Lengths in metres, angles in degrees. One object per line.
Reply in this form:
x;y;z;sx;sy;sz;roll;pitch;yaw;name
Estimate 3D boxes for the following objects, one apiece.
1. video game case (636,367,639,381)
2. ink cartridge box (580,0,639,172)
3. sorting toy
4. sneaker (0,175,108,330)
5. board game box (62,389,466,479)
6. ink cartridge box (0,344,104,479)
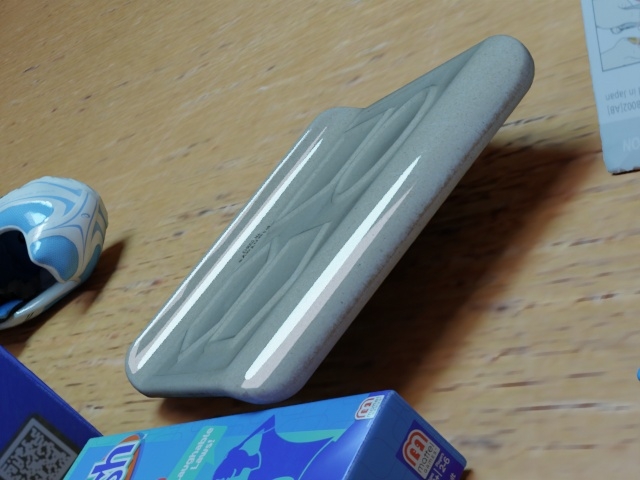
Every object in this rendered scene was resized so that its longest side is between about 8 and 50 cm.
0.174;0.016;0.402;0.119;0.015;0.166;-48;23;-8;video game case
0.167;-0.153;0.530;0.066;0.232;0.189;-15;3;-34;ink cartridge box
0.000;0.000;0.672;0.193;0.038;0.208;-52;15;-16;sorting toy
-0.239;0.032;0.990;0.237;0.085;0.086;-29;22;36;sneaker
-0.060;0.141;0.546;0.210;0.047;0.160;-18;35;49;board game box
-0.276;0.154;0.770;0.270;0.151;0.395;-52;25;-16;ink cartridge box
